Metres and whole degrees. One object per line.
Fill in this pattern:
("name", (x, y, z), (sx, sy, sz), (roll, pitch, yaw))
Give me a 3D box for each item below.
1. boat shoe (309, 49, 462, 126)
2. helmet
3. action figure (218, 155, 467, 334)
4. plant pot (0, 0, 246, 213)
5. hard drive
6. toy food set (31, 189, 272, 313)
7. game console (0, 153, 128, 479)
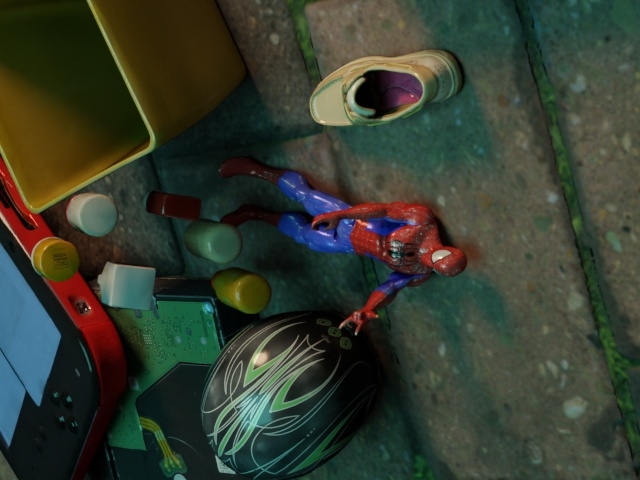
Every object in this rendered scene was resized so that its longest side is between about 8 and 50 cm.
("boat shoe", (0.047, -0.135, 1.516), (0.170, 0.059, 0.063), (-13, 99, 43))
("helmet", (-0.036, 0.154, 1.640), (0.169, 0.161, 0.169), (17, 119, 35))
("action figure", (0.000, 0.000, 1.567), (0.280, 0.139, 0.091), (16, 119, 32))
("plant pot", (-0.201, -0.178, 1.621), (0.212, 0.187, 0.212), (-23, 93, 44))
("hard drive", (-0.145, 0.207, 1.824), (0.237, 0.064, 0.339), (-1, 108, 41))
("toy food set", (-0.167, 0.007, 1.612), (0.104, 0.232, 0.111), (-168, 84, -68))
("game console", (-0.365, 0.097, 1.910), (0.386, 0.060, 0.342), (53, 139, 23))
